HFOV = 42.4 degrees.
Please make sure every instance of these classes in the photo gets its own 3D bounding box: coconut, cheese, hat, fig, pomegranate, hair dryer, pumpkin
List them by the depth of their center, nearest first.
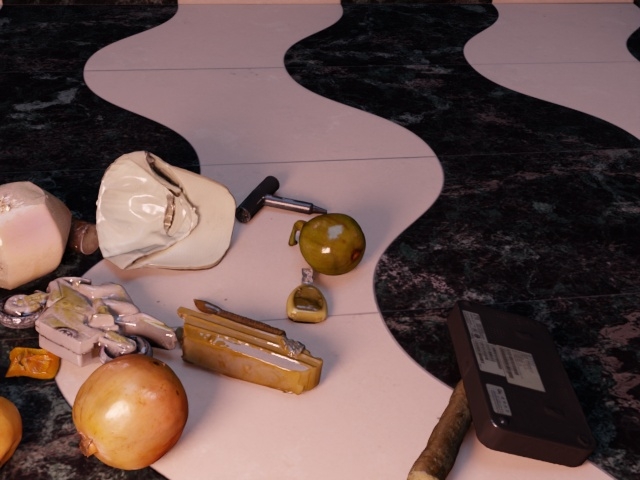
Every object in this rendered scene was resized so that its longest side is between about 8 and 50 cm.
[{"bbox_3d":[-0.311,0.275,1.340,0.191,0.191,0.191,3,34,-2],"label":"pomegranate"},{"bbox_3d":[-0.536,0.222,1.528,0.101,0.035,0.073,-1,31,-3],"label":"pumpkin"},{"bbox_3d":[-0.632,-0.021,1.723,0.234,0.224,0.224,-34,48,-27],"label":"coconut"},{"bbox_3d":[-0.028,0.112,1.744,0.086,0.036,0.162,4,34,-2],"label":"cheese"},{"bbox_3d":[0.014,-0.006,1.829,0.142,0.148,0.186,-39,60,-6],"label":"fig"},{"bbox_3d":[-0.339,-0.060,1.843,0.301,0.258,0.168,10,6,-23],"label":"hat"},{"bbox_3d":[-0.089,-0.080,2.021,0.194,0.050,0.173,19,39,16],"label":"hair dryer"}]

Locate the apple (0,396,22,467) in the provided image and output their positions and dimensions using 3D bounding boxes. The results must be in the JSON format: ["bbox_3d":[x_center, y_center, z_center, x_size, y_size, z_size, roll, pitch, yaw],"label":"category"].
[{"bbox_3d":[-0.562,0.302,1.292,0.199,0.199,0.199,3,34,-2],"label":"apple"}]

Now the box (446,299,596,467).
[{"bbox_3d":[0.359,0.251,1.512,0.211,0.058,0.350,14,32,-13],"label":"box"}]

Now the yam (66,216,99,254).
[{"bbox_3d":[-0.570,-0.023,1.852,0.141,0.079,0.079,19,37,19],"label":"yam"}]

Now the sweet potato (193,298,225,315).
[{"bbox_3d":[-0.217,0.144,1.688,0.115,0.026,0.026,22,38,21],"label":"sweet potato"}]

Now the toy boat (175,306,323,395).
[{"bbox_3d":[-0.140,0.198,1.556,0.310,0.089,0.115,13,32,14],"label":"toy boat"}]

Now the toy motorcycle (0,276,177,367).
[{"bbox_3d":[-0.436,0.151,1.584,0.340,0.108,0.223,20,29,21],"label":"toy motorcycle"}]

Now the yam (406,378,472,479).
[{"bbox_3d":[0.222,0.332,1.425,0.061,0.061,0.274,18,34,19],"label":"yam"}]
